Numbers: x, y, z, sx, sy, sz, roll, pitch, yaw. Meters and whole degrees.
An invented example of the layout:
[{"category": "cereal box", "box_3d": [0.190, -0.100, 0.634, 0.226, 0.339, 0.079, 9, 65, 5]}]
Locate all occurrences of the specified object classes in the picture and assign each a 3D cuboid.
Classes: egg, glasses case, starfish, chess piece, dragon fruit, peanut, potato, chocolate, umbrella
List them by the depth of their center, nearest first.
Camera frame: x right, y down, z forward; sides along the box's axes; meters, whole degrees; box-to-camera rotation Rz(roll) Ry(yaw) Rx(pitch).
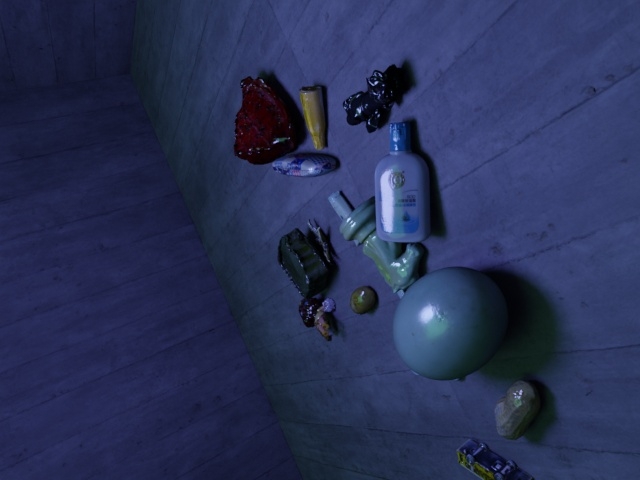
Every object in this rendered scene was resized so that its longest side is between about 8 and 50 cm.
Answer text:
[{"category": "egg", "box_3d": [0.337, 0.225, 1.292, 0.276, 0.276, 0.389, 56, 147, 23]}, {"category": "peanut", "box_3d": [0.533, 0.456, 1.308, 0.098, 0.090, 0.214, -98, 13, -50]}, {"category": "umbrella", "box_3d": [0.148, -0.397, 1.393, 0.272, 0.122, 0.110, -29, 39, 65]}, {"category": "chess piece", "box_3d": [0.210, 0.018, 1.531, 0.298, 0.176, 0.176, 50, 148, 10]}, {"category": "chocolate", "box_3d": [-0.021, -0.423, 1.685, 0.085, 0.085, 0.219, 31, 139, 48]}, {"category": "glasses case", "box_3d": [-0.067, -0.282, 1.805, 0.327, 0.125, 0.076, 17, 124, 55]}, {"category": "potato", "box_3d": [0.155, 0.226, 1.816, 0.091, 0.070, 0.138, 55, 148, 22]}, {"category": "dragon fruit", "box_3d": [-0.184, -0.484, 1.922, 0.286, 0.228, 0.329, -11, 78, 29]}, {"category": "starfish", "box_3d": [0.000, 0.000, 1.937, 0.208, 0.053, 0.176, 54, 166, 25]}]

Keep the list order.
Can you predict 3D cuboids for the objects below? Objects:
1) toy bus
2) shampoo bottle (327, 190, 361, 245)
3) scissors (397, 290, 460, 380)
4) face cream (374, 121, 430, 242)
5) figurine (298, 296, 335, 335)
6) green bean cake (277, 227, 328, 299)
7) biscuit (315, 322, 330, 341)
[{"category": "toy bus", "box_3d": [0.532, 0.699, 1.482, 0.226, 0.081, 0.074, 15, 126, 52]}, {"category": "shampoo bottle", "box_3d": [0.099, -0.081, 1.734, 0.212, 0.049, 0.072, 57, 153, 21]}, {"category": "scissors", "box_3d": [0.327, 0.278, 1.601, 0.256, 0.029, 0.383, -14, 95, 60]}, {"category": "face cream", "box_3d": [0.233, -0.165, 1.379, 0.163, 0.080, 0.337, 3, 102, 29]}, {"category": "figurine", "box_3d": [-0.014, 0.329, 2.106, 0.240, 0.115, 0.175, 33, 125, 51]}, {"category": "green bean cake", "box_3d": [-0.073, 0.098, 2.015, 0.241, 0.132, 0.255, 55, 161, 23]}, {"category": "biscuit", "box_3d": [0.012, 0.397, 2.222, 0.130, 0.019, 0.119, 26, 127, 50]}]
